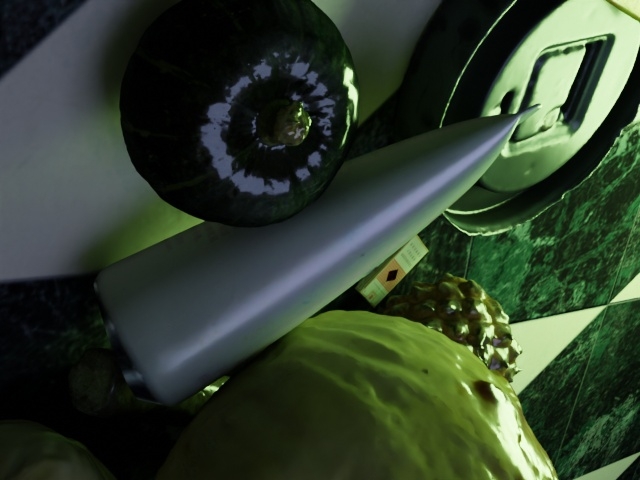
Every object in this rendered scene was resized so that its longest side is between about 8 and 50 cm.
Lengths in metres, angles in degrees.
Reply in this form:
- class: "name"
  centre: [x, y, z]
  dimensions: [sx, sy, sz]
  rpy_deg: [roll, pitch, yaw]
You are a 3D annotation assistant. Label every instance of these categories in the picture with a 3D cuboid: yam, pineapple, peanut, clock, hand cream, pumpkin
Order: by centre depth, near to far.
- class: "pumpkin"
  centre: [-0.052, -0.091, 0.724]
  dimensions: [0.167, 0.125, 0.167]
  rpy_deg: [-2, 103, -8]
- class: "hand cream"
  centre: [0.000, 0.000, 0.835]
  dimensions: [0.358, 0.118, 0.185]
  rpy_deg: [-28, 173, -5]
- class: "peanut"
  centre: [-0.227, 0.278, 0.888]
  dimensions: [0.152, 0.152, 0.313]
  rpy_deg: [-19, 126, -36]
- class: "yam"
  centre: [-0.121, 0.140, 0.959]
  dimensions: [0.061, 0.061, 0.253]
  rpy_deg: [-52, 148, 7]
- class: "clock"
  centre: [0.206, -0.152, 1.015]
  dimensions: [0.325, 0.067, 0.325]
  rpy_deg: [-29, 142, -25]
- class: "pineapple"
  centre: [0.106, 0.128, 1.112]
  dimensions: [0.193, 0.166, 0.166]
  rpy_deg: [-31, 144, -21]

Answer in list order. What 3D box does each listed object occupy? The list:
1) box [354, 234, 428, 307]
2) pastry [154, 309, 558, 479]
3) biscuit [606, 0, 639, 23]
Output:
- class: "box"
  centre: [0.073, 0.029, 1.104]
  dimensions: [0.083, 0.012, 0.046]
  rpy_deg: [-46, 148, -2]
- class: "pastry"
  centre: [0.033, 0.253, 0.883]
  dimensions: [0.388, 0.312, 0.389]
  rpy_deg: [-49, 160, -24]
- class: "biscuit"
  centre: [0.230, -0.224, 0.889]
  dimensions: [0.292, 0.026, 0.048]
  rpy_deg: [11, 122, -50]
